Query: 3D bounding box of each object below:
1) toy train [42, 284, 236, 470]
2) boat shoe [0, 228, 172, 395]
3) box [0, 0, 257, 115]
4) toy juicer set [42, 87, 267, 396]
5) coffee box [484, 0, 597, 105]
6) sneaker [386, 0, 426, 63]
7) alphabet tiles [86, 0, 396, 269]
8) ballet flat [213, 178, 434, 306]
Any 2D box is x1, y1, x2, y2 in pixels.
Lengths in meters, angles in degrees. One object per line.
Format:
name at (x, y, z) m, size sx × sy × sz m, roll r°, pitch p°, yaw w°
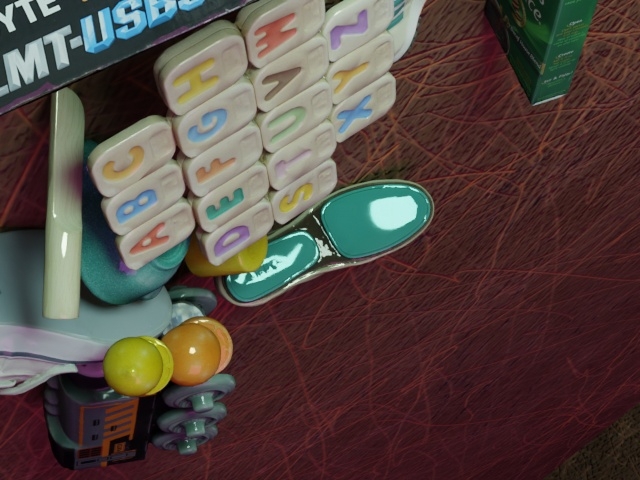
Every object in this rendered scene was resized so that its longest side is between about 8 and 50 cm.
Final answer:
toy train at (-0.204, 0.156, 1.467) m, size 0.190 × 0.142 × 0.334 m, roll -9°, pitch 159°, yaw -15°
boat shoe at (-0.314, 0.089, 1.225) m, size 0.367 × 0.136 × 0.156 m, roll -5°, pitch 150°, yaw -45°
box at (-0.111, -0.155, 0.833) m, size 0.293 × 0.073 × 0.295 m, roll -26°, pitch -167°, yaw -4°
toy juicer set at (-0.176, 0.025, 1.185) m, size 0.089 × 0.209 × 0.329 m, roll 4°, pitch 162°, yaw 31°
coffee box at (0.186, -0.211, 1.150) m, size 0.040 × 0.113 × 0.184 m, roll -18°, pitch 157°, yaw -10°
sneaker at (0.051, -0.206, 1.110) m, size 0.075 × 0.057 × 0.161 m, roll 5°, pitch 148°, yaw -20°
alphabet tiles at (-0.050, -0.086, 1.086) m, size 0.278 × 0.021 × 0.284 m, roll -32°, pitch 153°, yaw -15°
ballet flat at (0.000, 0.000, 1.453) m, size 0.248 × 0.086 × 0.086 m, roll -21°, pitch 156°, yaw -8°
